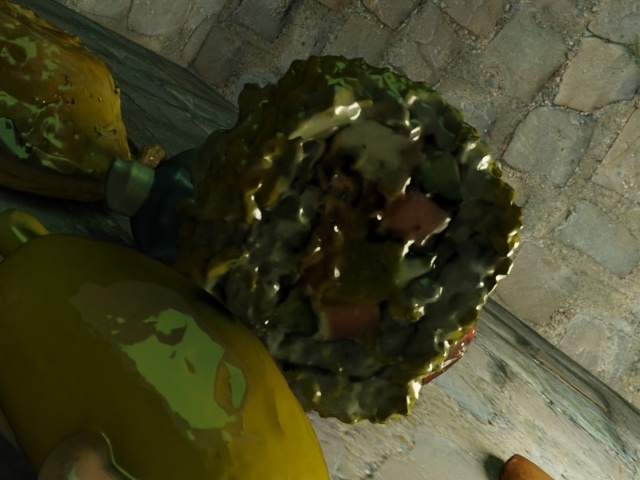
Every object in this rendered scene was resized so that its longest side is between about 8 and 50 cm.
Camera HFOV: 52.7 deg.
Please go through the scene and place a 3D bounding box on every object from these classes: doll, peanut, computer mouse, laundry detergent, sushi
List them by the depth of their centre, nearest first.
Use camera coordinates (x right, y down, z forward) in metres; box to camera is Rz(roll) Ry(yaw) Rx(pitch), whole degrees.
[{"bbox_3d":[-0.055,0.165,0.447,0.348,0.161,0.423,42,3,-47],"label":"doll"},{"bbox_3d":[0.013,-0.012,0.755,0.351,0.397,0.240,27,16,-15],"label":"sushi"},{"bbox_3d":[-0.170,-0.023,0.902,0.289,0.143,0.094,28,18,-30],"label":"laundry detergent"},{"bbox_3d":[-0.333,-0.164,1.269,0.054,0.054,0.113,33,7,-9],"label":"peanut"},{"bbox_3d":[-0.233,-0.129,1.330,0.167,0.090,0.379,32,13,-5],"label":"computer mouse"}]

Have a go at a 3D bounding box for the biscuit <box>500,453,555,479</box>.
[{"bbox_3d":[0.337,0.387,0.919,0.192,0.036,0.186,39,13,26],"label":"biscuit"}]

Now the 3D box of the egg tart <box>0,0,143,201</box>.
[{"bbox_3d":[-0.430,-0.227,0.917,0.443,0.178,0.443,32,13,-8],"label":"egg tart"}]

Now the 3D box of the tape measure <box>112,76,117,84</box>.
[{"bbox_3d":[-0.513,-0.332,1.326,0.182,0.107,0.181,37,18,29],"label":"tape measure"}]

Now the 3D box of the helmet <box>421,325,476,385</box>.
[{"bbox_3d":[0.180,0.143,1.160,0.189,0.193,0.216,42,-29,30],"label":"helmet"}]
